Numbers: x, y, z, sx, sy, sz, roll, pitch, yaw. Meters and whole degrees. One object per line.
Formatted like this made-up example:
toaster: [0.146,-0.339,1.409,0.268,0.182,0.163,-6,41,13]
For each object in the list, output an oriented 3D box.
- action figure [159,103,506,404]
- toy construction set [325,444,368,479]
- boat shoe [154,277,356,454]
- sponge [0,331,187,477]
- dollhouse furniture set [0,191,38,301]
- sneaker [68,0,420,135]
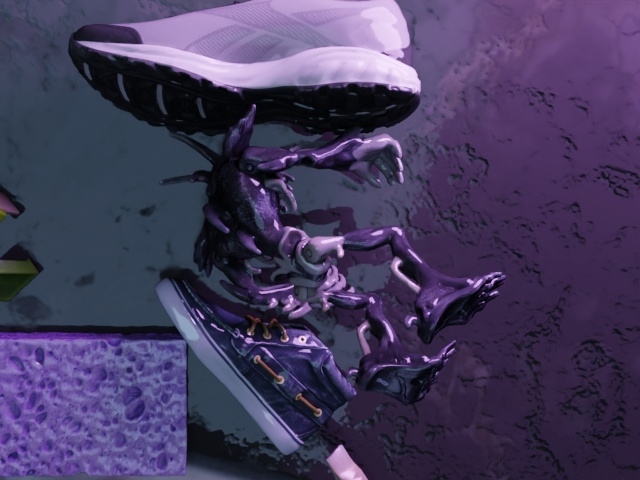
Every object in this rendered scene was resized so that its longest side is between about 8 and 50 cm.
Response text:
action figure: [0.000,0.000,0.697,0.275,0.141,0.164,39,122,27]
toy construction set: [-0.092,0.260,0.675,0.308,0.257,0.237,-33,94,-25]
boat shoe: [-0.052,0.084,0.738,0.083,0.065,0.183,-40,105,-4]
sponge: [-0.215,0.134,0.734,0.210,0.031,0.117,1,96,-8]
dollhouse furniture set: [-0.292,-0.022,0.714,0.076,0.058,0.152,-43,80,6]
sneaker: [-0.059,-0.147,0.706,0.271,0.100,0.108,1,71,-4]
